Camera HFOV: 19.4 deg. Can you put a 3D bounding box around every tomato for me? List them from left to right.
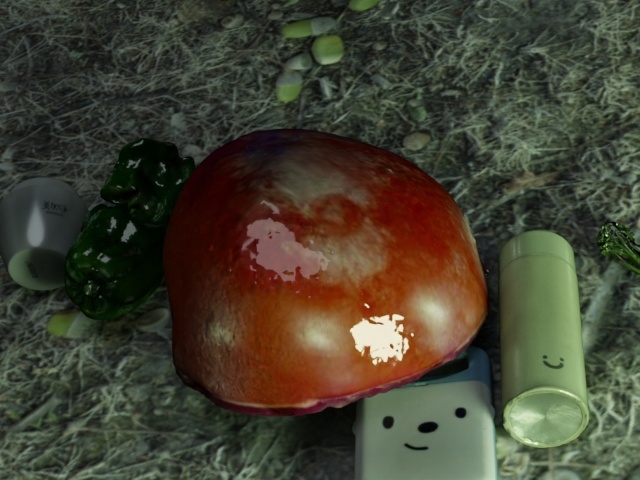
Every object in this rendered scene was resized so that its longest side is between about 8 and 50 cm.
[{"bbox_3d":[0.000,-0.005,1.655,0.290,0.176,0.335,-4,28,9],"label":"tomato"}]

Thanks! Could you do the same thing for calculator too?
[{"bbox_3d":[0.087,0.160,1.568,0.121,0.039,0.210,-5,40,8],"label":"calculator"}]

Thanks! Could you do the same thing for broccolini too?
[{"bbox_3d":[0.302,0.027,1.678,0.035,0.030,0.140,2,29,-43],"label":"broccolini"}]

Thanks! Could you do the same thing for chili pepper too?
[{"bbox_3d":[-0.177,-0.016,1.818,0.099,0.083,0.253,25,34,-5],"label":"chili pepper"}]

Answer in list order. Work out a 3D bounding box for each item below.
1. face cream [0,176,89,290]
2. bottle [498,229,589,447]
[{"bbox_3d":[-0.272,-0.007,1.831,0.091,0.091,0.095,-10,48,5],"label":"face cream"},{"bbox_3d":[0.189,0.081,1.605,0.072,0.072,0.201,-7,40,9],"label":"bottle"}]
